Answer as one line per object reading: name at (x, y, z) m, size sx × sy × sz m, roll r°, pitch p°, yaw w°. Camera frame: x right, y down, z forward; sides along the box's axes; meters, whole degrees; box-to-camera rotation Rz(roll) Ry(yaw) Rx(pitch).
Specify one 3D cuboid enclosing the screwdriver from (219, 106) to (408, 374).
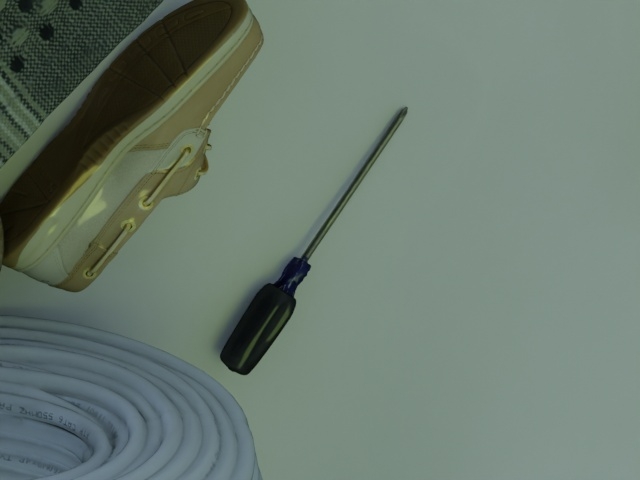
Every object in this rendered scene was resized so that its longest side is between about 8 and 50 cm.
screwdriver at (0.000, 0.000, 0.817) m, size 0.170 × 0.024 × 0.025 m, roll -54°, pitch 155°, yaw -4°

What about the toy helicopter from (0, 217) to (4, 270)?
toy helicopter at (-0.265, -0.005, 0.569) m, size 0.355 × 0.140 × 0.235 m, roll 12°, pitch 65°, yaw -49°

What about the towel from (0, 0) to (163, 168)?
towel at (-0.153, -0.189, 0.526) m, size 0.312 × 0.056 × 0.324 m, roll -49°, pitch 129°, yaw -16°

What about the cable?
cable at (-0.147, 0.111, 0.641) m, size 0.257 × 0.257 × 0.089 m, roll -2°, pitch 108°, yaw -30°

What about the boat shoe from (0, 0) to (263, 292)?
boat shoe at (-0.084, -0.044, 0.725) m, size 0.170 × 0.063 × 0.059 m, roll -45°, pitch 129°, yaw 9°
